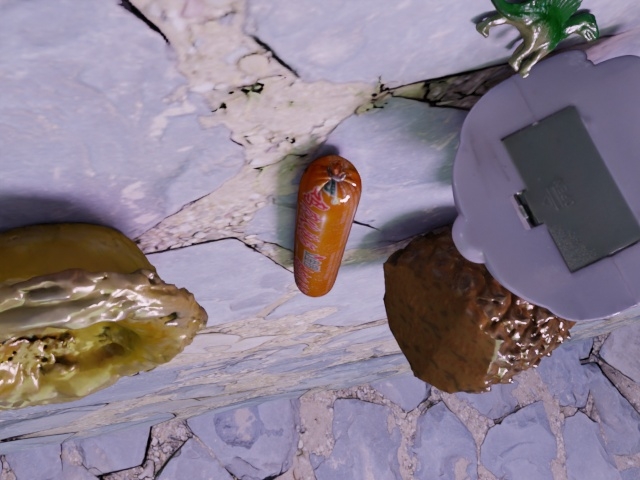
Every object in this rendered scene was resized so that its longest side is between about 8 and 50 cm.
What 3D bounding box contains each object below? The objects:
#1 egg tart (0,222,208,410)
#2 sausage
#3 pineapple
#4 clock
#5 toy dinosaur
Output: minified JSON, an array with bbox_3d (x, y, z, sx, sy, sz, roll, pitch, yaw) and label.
[{"bbox_3d":[-0.236,0.065,0.594,0.288,0.118,0.288,-11,162,-4],"label":"egg tart"},{"bbox_3d":[0.000,0.000,0.681,0.053,0.053,0.348,-12,162,-7],"label":"sausage"},{"bbox_3d":[0.255,0.047,0.857,0.362,0.202,0.202,-21,168,-30],"label":"pineapple"},{"bbox_3d":[0.198,-0.030,0.582,0.189,0.189,0.254,-17,173,10],"label":"clock"},{"bbox_3d":[0.131,-0.138,0.420,0.060,0.029,0.119,-41,146,25],"label":"toy dinosaur"}]
